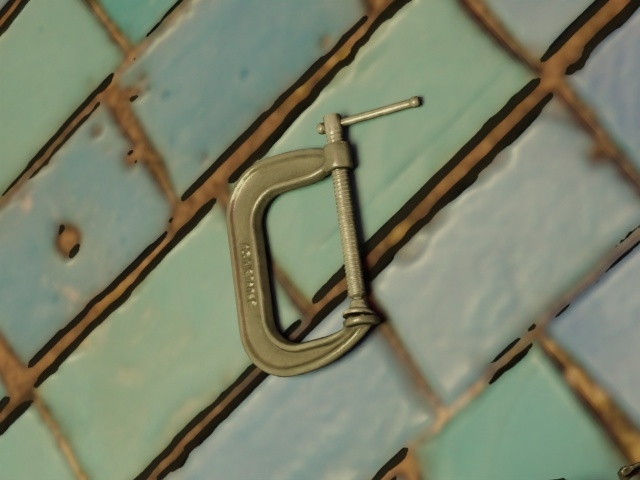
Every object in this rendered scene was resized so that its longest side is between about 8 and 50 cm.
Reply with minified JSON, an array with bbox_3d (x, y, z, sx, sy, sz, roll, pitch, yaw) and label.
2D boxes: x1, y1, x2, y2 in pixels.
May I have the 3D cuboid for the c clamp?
[{"bbox_3d":[0.000,0.000,0.946,0.137,0.022,0.161,-9,77,27],"label":"c clamp"}]

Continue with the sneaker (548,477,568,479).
[{"bbox_3d":[0.098,0.258,0.819,0.108,0.100,0.272,17,87,6],"label":"sneaker"}]

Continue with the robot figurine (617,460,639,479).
[{"bbox_3d":[0.148,0.206,0.733,0.291,0.085,0.211,-4,83,-3],"label":"robot figurine"}]
